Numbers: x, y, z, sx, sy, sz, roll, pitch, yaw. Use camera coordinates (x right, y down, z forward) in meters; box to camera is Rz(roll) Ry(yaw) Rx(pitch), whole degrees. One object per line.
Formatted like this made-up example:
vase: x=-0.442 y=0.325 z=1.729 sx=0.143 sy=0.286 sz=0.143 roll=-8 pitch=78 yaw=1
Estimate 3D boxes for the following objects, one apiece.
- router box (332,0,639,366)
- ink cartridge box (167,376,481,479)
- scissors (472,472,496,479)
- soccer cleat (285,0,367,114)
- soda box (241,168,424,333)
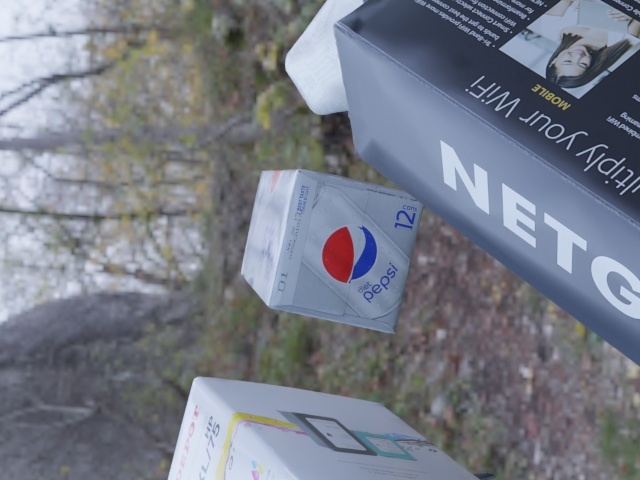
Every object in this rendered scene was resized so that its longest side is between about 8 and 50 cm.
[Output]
router box: x=0.196 y=-0.047 z=0.468 sx=0.243 sy=0.309 sz=0.081 roll=-37 pitch=-35 yaw=-19
ink cartridge box: x=0.000 y=0.256 z=1.071 sx=0.270 sy=0.197 sz=0.198 roll=28 pitch=104 yaw=64
scissors: x=0.061 y=0.301 z=1.462 sx=0.021 sy=0.297 sz=0.109 roll=135 pitch=141 yaw=-63
soccer cleat: x=0.107 y=-0.178 z=0.902 sx=0.331 sy=0.143 sz=0.116 roll=-28 pitch=-90 yaw=-40
soda box: x=0.000 y=0.000 z=0.978 sx=0.286 sy=0.091 sz=0.098 roll=-155 pitch=77 yaw=-82
